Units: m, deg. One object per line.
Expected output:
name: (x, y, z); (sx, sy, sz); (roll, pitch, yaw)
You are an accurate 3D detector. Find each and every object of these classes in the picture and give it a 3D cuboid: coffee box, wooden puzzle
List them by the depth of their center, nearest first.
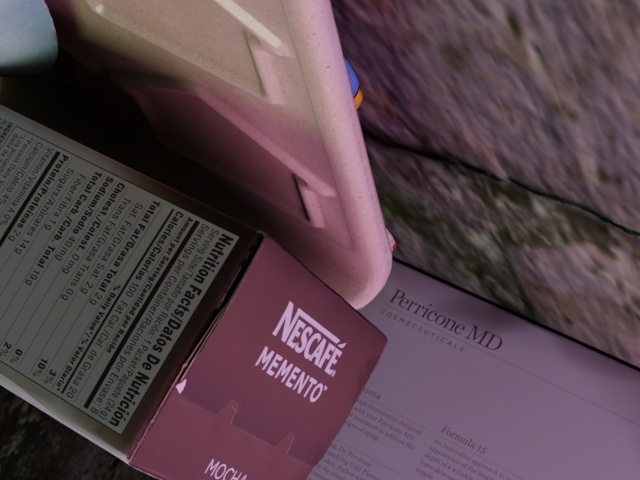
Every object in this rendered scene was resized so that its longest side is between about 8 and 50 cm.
wooden puzzle: (-0.105, -0.133, 0.682); (0.322, 0.080, 0.348); (28, 157, 20)
coffee box: (-0.136, 0.018, 0.726); (0.297, 0.119, 0.168); (25, 170, 28)

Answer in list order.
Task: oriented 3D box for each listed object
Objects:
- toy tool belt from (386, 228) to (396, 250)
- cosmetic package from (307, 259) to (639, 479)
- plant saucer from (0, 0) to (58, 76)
toy tool belt: (0.000, 0.000, 0.871); (0.083, 0.051, 0.052); (34, 163, 4)
cosmetic package: (0.114, 0.203, 0.804); (0.377, 0.284, 0.097); (25, 162, 31)
plant saucer: (-0.214, -0.138, 0.679); (0.195, 0.037, 0.195); (31, 159, 14)
